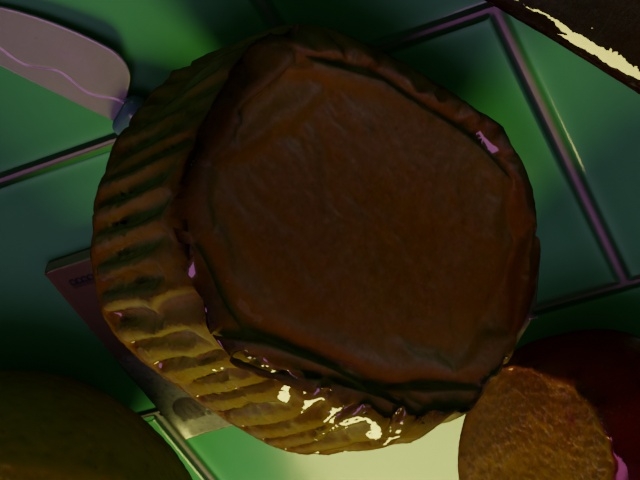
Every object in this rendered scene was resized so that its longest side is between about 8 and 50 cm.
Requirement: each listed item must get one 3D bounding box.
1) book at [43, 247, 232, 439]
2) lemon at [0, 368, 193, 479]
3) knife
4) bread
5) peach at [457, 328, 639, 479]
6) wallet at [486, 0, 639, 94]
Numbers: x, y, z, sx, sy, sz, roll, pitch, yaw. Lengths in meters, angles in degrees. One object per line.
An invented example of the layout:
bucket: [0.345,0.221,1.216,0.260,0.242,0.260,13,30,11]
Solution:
book: [-0.089,0.067,1.090,0.138,0.016,0.198,-18,130,20]
lemon: [-0.214,0.217,1.085,0.267,0.267,0.267,2,134,2]
knife: [-0.137,-0.096,0.937,0.244,0.032,0.058,30,131,-17]
bread: [0.000,0.000,0.881,0.253,0.227,0.142,31,153,-30]
peach: [0.183,0.157,1.038,0.190,0.190,0.192,-21,144,23]
wallet: [0.141,-0.165,0.839,0.232,0.031,0.122,29,131,-20]
